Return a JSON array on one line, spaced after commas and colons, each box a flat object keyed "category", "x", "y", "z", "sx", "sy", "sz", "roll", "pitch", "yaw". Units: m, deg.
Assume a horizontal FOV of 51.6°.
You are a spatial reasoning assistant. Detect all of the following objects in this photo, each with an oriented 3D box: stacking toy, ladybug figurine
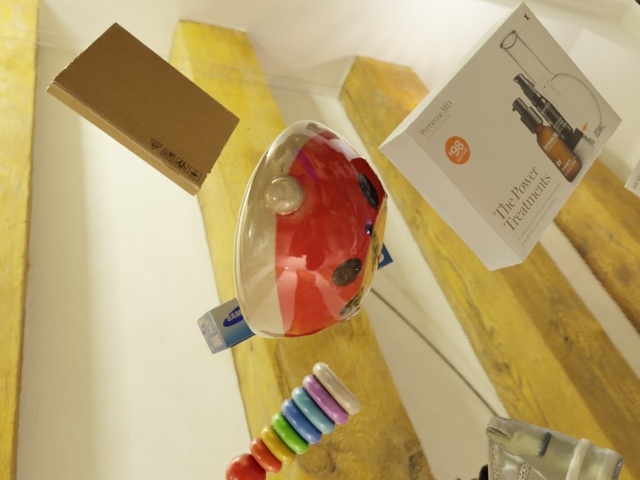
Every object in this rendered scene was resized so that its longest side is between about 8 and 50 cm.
[{"category": "stacking toy", "x": -0.074, "y": 0.421, "z": 1.436, "sx": 0.330, "sy": 0.141, "sz": 0.141, "roll": -41, "pitch": -116, "yaw": -7}, {"category": "ladybug figurine", "x": 0.000, "y": 0.000, "z": 0.934, "sx": 0.161, "sy": 0.305, "sz": 0.449, "roll": 15, "pitch": 173, "yaw": 9}]

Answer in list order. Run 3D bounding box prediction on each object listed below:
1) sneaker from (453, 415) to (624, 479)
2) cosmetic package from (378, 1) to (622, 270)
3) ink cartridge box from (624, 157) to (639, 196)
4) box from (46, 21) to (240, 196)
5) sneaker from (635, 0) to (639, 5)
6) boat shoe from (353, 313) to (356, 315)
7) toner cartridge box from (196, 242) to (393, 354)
[{"category": "sneaker", "x": 0.164, "y": 0.256, "z": 0.595, "sx": 0.115, "sy": 0.281, "sz": 0.105, "roll": 28, "pitch": -143, "yaw": 22}, {"category": "cosmetic package", "x": 0.316, "y": -0.181, "z": 1.124, "sx": 0.284, "sy": 0.097, "sz": 0.377, "roll": 45, "pitch": -115, "yaw": -7}, {"category": "ink cartridge box", "x": 0.603, "y": -0.126, "z": 1.147, "sx": 0.181, "sy": 0.104, "sz": 0.061, "roll": -7, "pitch": -143, "yaw": -34}, {"category": "box", "x": -0.206, "y": -0.165, "z": 0.815, "sx": 0.201, "sy": 0.021, "sz": 0.164, "roll": 37, "pitch": -140, "yaw": -16}, {"category": "sneaker", "x": 0.449, "y": -0.339, "z": 0.836, "sx": 0.132, "sy": 0.086, "sz": 0.228, "roll": -19, "pitch": -172, "yaw": -15}, {"category": "boat shoe", "x": -0.037, "y": 0.156, "z": 1.468, "sx": 0.258, "sy": 0.084, "sz": 0.095, "roll": 5, "pitch": -125, "yaw": -19}, {"category": "toner cartridge box", "x": -0.049, "y": 0.095, "z": 1.228, "sx": 0.347, "sy": 0.165, "sz": 0.075, "roll": -26, "pitch": -95, "yaw": -22}]
